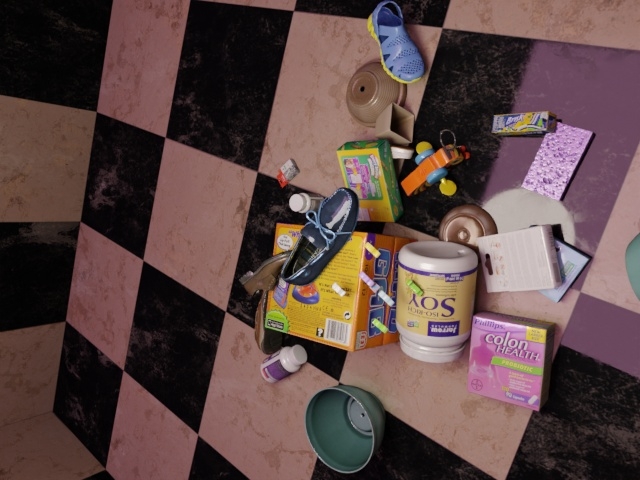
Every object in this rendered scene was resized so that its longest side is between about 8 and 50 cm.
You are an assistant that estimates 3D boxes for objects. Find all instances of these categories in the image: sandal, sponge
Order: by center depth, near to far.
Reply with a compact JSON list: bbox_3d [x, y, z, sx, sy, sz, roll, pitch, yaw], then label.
[{"bbox_3d":[0.685,-0.232,1.461,0.117,0.031,0.210,30,110,31],"label":"sponge"},{"bbox_3d":[0.249,-0.669,1.678,0.126,0.138,0.317,-26,77,-6],"label":"sandal"}]

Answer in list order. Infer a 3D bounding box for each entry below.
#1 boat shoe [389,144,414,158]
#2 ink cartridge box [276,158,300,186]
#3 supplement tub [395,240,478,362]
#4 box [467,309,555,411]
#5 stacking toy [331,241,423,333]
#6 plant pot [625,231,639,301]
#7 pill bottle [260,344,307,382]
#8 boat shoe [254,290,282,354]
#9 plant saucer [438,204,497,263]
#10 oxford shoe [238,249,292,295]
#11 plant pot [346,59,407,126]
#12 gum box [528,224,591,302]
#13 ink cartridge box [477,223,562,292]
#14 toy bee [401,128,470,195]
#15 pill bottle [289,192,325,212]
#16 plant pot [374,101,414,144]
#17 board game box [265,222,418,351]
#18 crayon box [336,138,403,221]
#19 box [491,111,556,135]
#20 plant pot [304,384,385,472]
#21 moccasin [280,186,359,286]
[{"bbox_3d":[0.207,-0.288,1.776,0.277,0.098,0.096,9,101,42],"label":"boat shoe"},{"bbox_3d":[-0.141,-0.274,2.068,0.115,0.029,0.063,-38,71,31],"label":"ink cartridge box"},{"bbox_3d":[0.358,0.186,1.577,0.241,0.241,0.331,11,109,35],"label":"supplement tub"},{"bbox_3d":[0.573,0.354,1.519,0.213,0.117,0.243,7,96,36],"label":"box"},{"bbox_3d":[0.161,0.138,1.439,0.221,0.052,0.167,42,90,-3],"label":"stacking toy"},{"bbox_3d":[0.883,0.059,1.186,0.235,0.293,0.293,-25,77,52],"label":"plant pot"},{"bbox_3d":[-0.147,0.500,2.060,0.193,0.108,0.108,-36,72,32],"label":"pill bottle"},{"bbox_3d":[-0.224,0.308,2.103,0.120,0.122,0.324,13,96,52],"label":"boat shoe"},{"bbox_3d":[0.469,-0.017,1.628,0.198,0.036,0.199,2,93,35],"label":"plant saucer"},{"bbox_3d":[-0.156,0.107,1.622,0.227,0.083,0.096,-37,83,30],"label":"oxford shoe"},{"bbox_3d":[0.176,-0.524,1.775,0.237,0.109,0.237,1,93,35],"label":"plant pot"},{"bbox_3d":[0.663,0.067,1.486,0.184,0.041,0.157,39,114,30],"label":"gum box"},{"bbox_3d":[0.588,0.059,1.498,0.224,0.056,0.181,-15,84,56],"label":"ink cartridge box"},{"bbox_3d":[0.398,-0.242,1.620,0.298,0.162,0.195,-13,93,61],"label":"toy bee"},{"bbox_3d":[-0.052,-0.144,1.941,0.078,0.137,0.078,2,93,36],"label":"pill bottle"},{"bbox_3d":[0.246,-0.389,1.724,0.096,0.109,0.109,-14,63,51],"label":"plant pot"},{"bbox_3d":[0.077,0.142,1.708,0.356,0.356,0.356,8,92,36],"label":"board game box"},{"bbox_3d":[0.173,-0.202,1.736,0.165,0.081,0.278,4,122,36],"label":"crayon box"},{"bbox_3d":[0.598,-0.343,1.483,0.169,0.059,0.054,11,96,47],"label":"box"},{"bbox_3d":[0.116,0.653,1.819,0.293,0.196,0.293,2,93,37],"label":"plant pot"},{"bbox_3d":[0.000,0.000,1.481,0.137,0.117,0.342,36,107,32],"label":"moccasin"}]
